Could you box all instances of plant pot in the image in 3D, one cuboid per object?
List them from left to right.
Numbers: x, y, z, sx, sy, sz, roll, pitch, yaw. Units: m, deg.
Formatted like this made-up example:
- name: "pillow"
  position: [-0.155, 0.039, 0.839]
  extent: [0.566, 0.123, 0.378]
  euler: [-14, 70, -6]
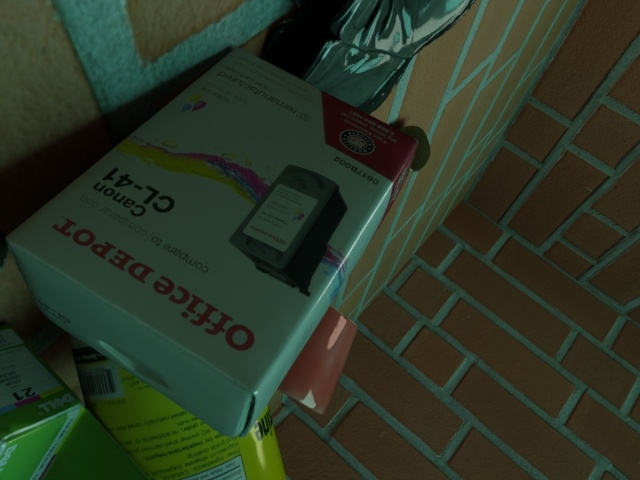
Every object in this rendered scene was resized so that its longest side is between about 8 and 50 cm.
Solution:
- name: "plant pot"
  position: [-0.042, 0.284, 1.374]
  extent: [0.243, 0.275, 0.275]
  euler: [-57, 167, -12]

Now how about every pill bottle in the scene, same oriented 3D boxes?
- name: "pill bottle"
  position: [-0.144, 0.226, 0.577]
  extent: [0.187, 0.334, 0.188]
  euler: [-14, 180, 0]

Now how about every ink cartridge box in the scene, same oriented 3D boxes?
- name: "ink cartridge box"
  position: [-0.291, 0.233, 0.479]
  extent: [0.189, 0.255, 0.097]
  euler: [-55, 165, 13]
- name: "ink cartridge box"
  position: [-0.075, -0.017, 0.487]
  extent: [0.306, 0.226, 0.131]
  euler: [-55, 172, -36]

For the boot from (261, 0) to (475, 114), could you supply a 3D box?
- name: "boot"
  position: [0.086, -0.300, 0.613]
  extent: [0.338, 0.118, 0.222]
  euler: [-57, 161, 15]

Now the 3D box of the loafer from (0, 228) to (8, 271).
- name: "loafer"
  position: [-0.309, 0.062, 0.397]
  extent: [0.220, 0.080, 0.078]
  euler: [-51, 177, 7]

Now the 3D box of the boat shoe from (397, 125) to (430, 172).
- name: "boat shoe"
  position: [0.143, -0.176, 1.139]
  extent: [0.089, 0.105, 0.285]
  euler: [-11, -165, 47]
